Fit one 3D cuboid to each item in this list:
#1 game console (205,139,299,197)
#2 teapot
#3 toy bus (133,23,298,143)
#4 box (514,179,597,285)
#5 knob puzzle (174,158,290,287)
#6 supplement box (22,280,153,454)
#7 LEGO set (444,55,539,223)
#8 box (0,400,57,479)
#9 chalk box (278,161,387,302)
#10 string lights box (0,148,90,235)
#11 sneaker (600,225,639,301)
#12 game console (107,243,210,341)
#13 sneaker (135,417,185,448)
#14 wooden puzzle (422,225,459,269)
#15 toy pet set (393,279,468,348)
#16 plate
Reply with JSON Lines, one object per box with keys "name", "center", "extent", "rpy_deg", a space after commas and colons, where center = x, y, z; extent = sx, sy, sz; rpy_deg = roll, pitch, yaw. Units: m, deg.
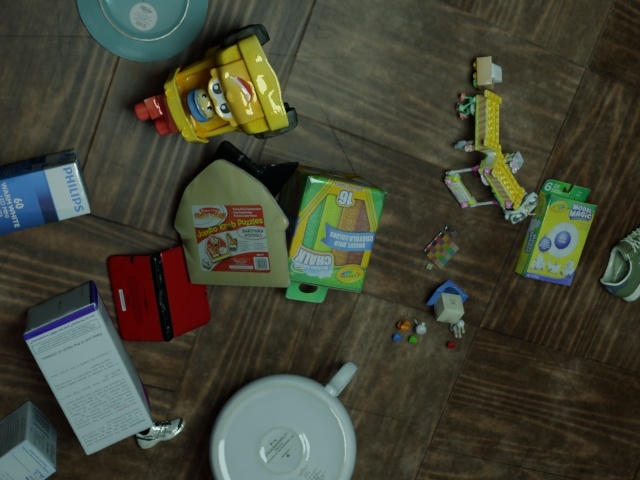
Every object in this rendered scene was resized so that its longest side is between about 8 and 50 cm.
{"name": "game console", "center": [-0.111, -0.102, 1.194], "extent": [0.107, 0.122, 0.071], "rpy_deg": [40, 51, -2]}
{"name": "teapot", "center": [-0.055, 0.334, 1.289], "extent": [0.256, 0.187, 0.253], "rpy_deg": [-5, 80, 2]}
{"name": "toy bus", "center": [-0.154, -0.200, 1.091], "extent": [0.211, 0.220, 0.149], "rpy_deg": [-20, 106, -4]}
{"name": "box", "center": [0.428, -0.014, 1.413], "extent": [0.105, 0.043, 0.179], "rpy_deg": [10, 100, -20]}
{"name": "knob puzzle", "center": [-0.131, -0.028, 1.173], "extent": [0.213, 0.030, 0.213], "rpy_deg": [8, 110, 22]}
{"name": "supplement box", "center": [-0.349, 0.192, 1.190], "extent": [0.114, 0.111, 0.220], "rpy_deg": [-24, 110, -9]}
{"name": "LEGO set", "center": [0.265, -0.153, 1.313], "extent": [0.132, 0.107, 0.287], "rpy_deg": [-37, 112, -42]}
{"name": "box", "center": [-0.475, 0.333, 1.182], "extent": [0.137, 0.126, 0.072], "rpy_deg": [-36, 114, -5]}
{"name": "chalk box", "center": [0.000, 0.000, 1.234], "extent": [0.132, 0.132, 0.213], "rpy_deg": [9, 102, -19]}
{"name": "string lights box", "center": [-0.456, -0.053, 1.076], "extent": [0.259, 0.133, 0.077], "rpy_deg": [-15, 108, -12]}
{"name": "sneaker", "center": [0.588, 0.019, 1.458], "extent": [0.086, 0.064, 0.192], "rpy_deg": [19, 102, -26]}
{"name": "game console", "center": [-0.254, 0.079, 1.241], "extent": [0.124, 0.085, 0.144], "rpy_deg": [-1, 107, 15]}
{"name": "sneaker", "center": [-0.265, 0.311, 1.292], "extent": [0.083, 0.032, 0.037], "rpy_deg": [-27, 111, -9]}
{"name": "wooden puzzle", "center": [0.211, 0.016, 1.372], "extent": [0.049, 0.006, 0.083], "rpy_deg": [43, 89, -23]}
{"name": "toy pet set", "center": [0.200, 0.127, 1.384], "extent": [0.122, 0.065, 0.114], "rpy_deg": [11, 136, -17]}
{"name": "plate", "center": [-0.252, -0.350, 1.117], "extent": [0.188, 0.024, 0.188], "rpy_deg": [-5, 106, -17]}
